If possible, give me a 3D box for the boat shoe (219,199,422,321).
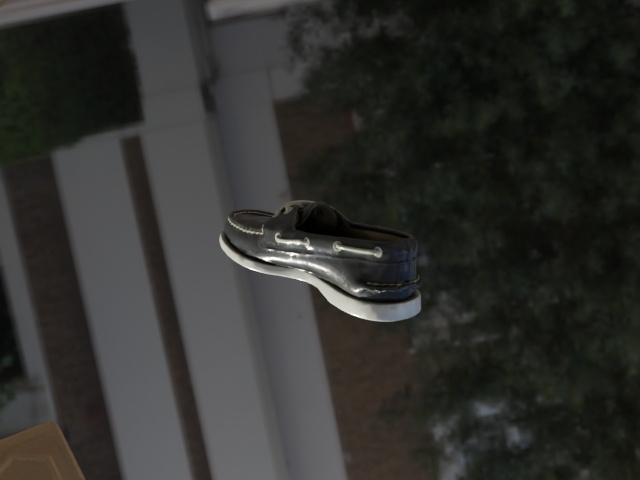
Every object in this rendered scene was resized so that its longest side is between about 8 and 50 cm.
[{"bbox_3d":[0.000,0.000,1.527,0.302,0.091,0.114,19,-155,40],"label":"boat shoe"}]

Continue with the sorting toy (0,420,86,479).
[{"bbox_3d":[-0.301,0.279,1.283,0.193,0.038,0.208,-20,-129,-21],"label":"sorting toy"}]

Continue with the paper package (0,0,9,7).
[{"bbox_3d":[-0.325,-0.373,1.173,0.325,0.309,0.168,-39,173,-2],"label":"paper package"}]
